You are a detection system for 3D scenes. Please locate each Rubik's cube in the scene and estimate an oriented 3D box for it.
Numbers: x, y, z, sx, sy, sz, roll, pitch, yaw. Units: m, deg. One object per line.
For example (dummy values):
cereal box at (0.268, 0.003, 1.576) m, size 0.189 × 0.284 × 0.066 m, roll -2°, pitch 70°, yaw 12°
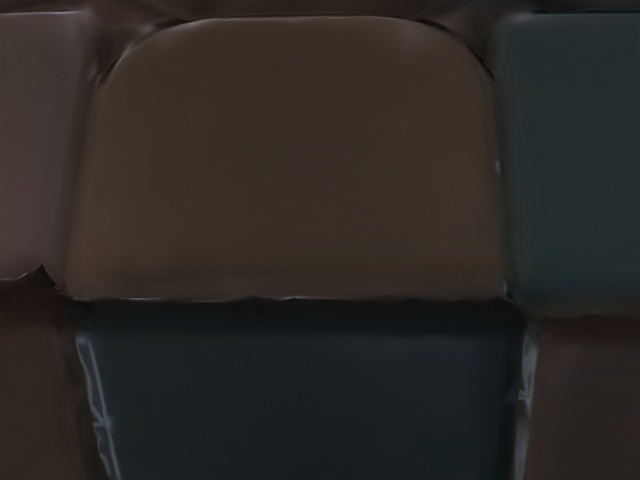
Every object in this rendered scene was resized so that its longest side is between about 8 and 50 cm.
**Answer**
Rubik's cube at (0.000, 0.000, 0.627) m, size 0.347 × 0.344 × 0.346 m, roll 2°, pitch -131°, yaw 2°
